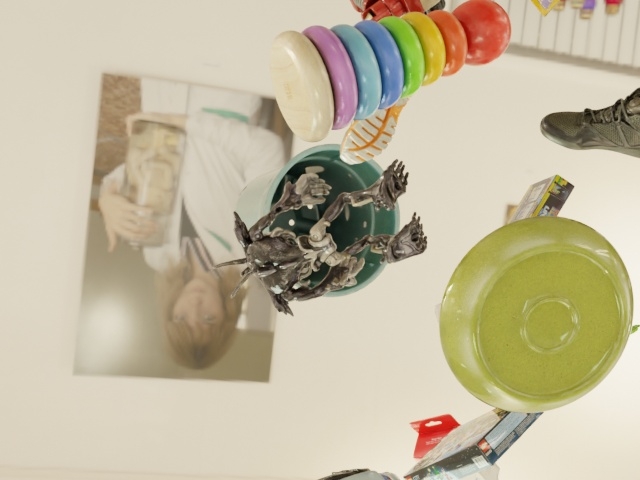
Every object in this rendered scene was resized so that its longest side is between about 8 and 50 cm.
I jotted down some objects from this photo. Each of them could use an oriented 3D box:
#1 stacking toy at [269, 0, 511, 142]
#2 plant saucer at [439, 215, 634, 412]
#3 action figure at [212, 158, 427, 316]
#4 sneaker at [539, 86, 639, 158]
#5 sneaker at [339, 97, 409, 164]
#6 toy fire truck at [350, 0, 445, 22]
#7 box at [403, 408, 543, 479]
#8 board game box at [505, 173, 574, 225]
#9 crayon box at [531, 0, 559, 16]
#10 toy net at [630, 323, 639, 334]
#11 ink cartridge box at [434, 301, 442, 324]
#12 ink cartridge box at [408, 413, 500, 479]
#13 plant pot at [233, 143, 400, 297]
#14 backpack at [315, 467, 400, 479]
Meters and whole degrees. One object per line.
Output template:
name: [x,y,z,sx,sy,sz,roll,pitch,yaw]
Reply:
stacking toy: [0.107,-0.241,0.934,0.331,0.141,0.141,-21,-170,-16]
plant saucer: [0.257,0.093,0.825,0.241,0.240,0.037,7,-169,-10]
action figure: [0.000,0.000,0.926,0.276,0.164,0.141,-18,-168,30]
sneaker: [0.515,-0.220,1.283,0.228,0.087,0.130,13,147,16]
sneaker: [0.101,-0.239,1.359,0.084,0.214,0.083,34,180,-34]
toy fire truck: [0.105,-0.476,1.475,0.158,0.246,0.217,54,-178,-46]
box: [0.261,0.356,1.248,0.159,0.044,0.233,-30,168,-38]
board game box: [0.434,-0.044,1.476,0.048,0.170,0.141,33,174,-1]
crayon box: [0.505,-0.618,1.378,0.083,0.203,0.323,-13,155,-43]
toy net: [0.663,0.249,1.745,0.122,0.045,0.232,-25,166,-30]
ink cartridge box: [0.390,0.163,1.380,0.278,0.201,0.117,-30,-160,13]
ink cartridge box: [0.325,0.536,1.776,0.134,0.078,0.231,-25,116,36]
plant pot: [-0.040,-0.047,1.738,0.341,0.340,0.334,6,179,-26]
backpack: [-0.005,0.457,0.974,0.290,0.355,0.273,25,-165,-45]
